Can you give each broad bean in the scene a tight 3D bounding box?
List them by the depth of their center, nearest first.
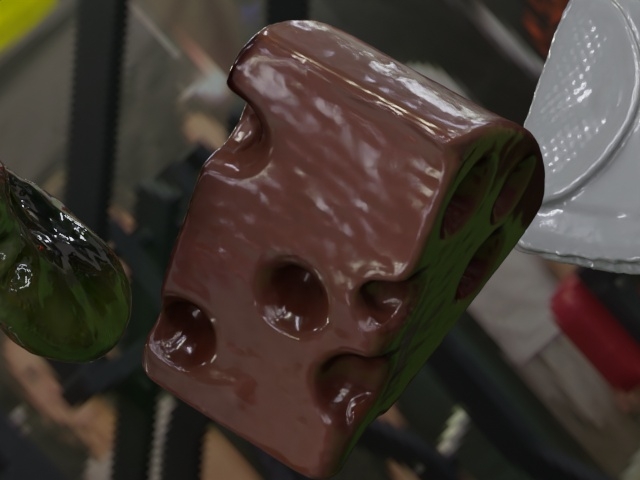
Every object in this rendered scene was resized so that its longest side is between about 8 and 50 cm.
[{"bbox_3d":[-0.169,-0.012,0.959,0.072,0.153,0.206,-33,-29,6],"label":"broad bean"}]

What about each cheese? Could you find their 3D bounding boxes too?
[{"bbox_3d":[0.010,-0.023,0.943,0.203,0.128,0.177,-49,-21,-25],"label":"cheese"}]

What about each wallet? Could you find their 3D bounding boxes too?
[{"bbox_3d":[0.175,-0.073,1.141,0.124,0.032,0.182,11,76,35],"label":"wallet"}]
